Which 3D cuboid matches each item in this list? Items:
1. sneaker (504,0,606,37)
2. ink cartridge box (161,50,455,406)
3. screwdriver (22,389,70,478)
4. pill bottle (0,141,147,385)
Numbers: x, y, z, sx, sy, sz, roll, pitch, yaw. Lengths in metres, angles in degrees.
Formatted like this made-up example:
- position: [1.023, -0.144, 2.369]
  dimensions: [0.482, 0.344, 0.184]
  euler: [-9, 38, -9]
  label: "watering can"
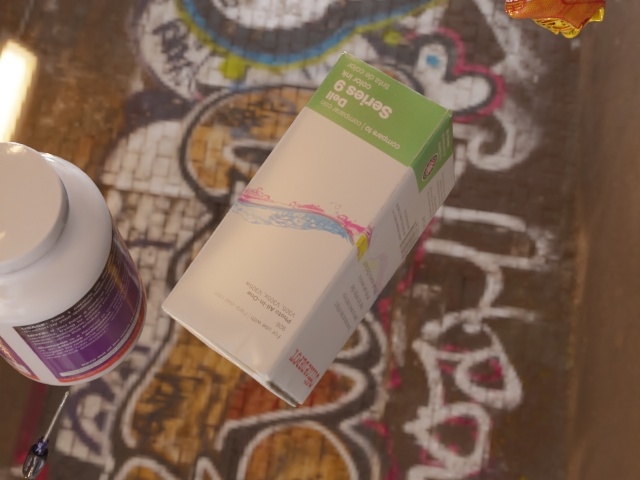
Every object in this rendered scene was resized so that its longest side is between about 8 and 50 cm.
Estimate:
- position: [0.260, -0.250, 1.162]
  dimensions: [0.175, 0.064, 0.067]
  euler: [-18, -76, -43]
  label: "sneaker"
- position: [0.000, 0.000, 0.755]
  dimensions: [0.212, 0.093, 0.154]
  euler: [-57, -14, -9]
  label: "ink cartridge box"
- position: [-0.290, 0.202, 1.148]
  dimensions: [0.170, 0.024, 0.025]
  euler: [-61, 41, 38]
  label: "screwdriver"
- position: [-0.291, 0.027, 1.123]
  dimensions: [0.323, 0.181, 0.181]
  euler: [89, -171, -67]
  label: "pill bottle"
